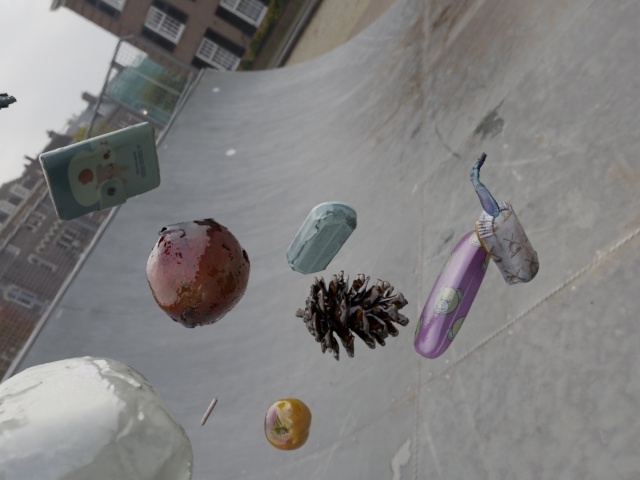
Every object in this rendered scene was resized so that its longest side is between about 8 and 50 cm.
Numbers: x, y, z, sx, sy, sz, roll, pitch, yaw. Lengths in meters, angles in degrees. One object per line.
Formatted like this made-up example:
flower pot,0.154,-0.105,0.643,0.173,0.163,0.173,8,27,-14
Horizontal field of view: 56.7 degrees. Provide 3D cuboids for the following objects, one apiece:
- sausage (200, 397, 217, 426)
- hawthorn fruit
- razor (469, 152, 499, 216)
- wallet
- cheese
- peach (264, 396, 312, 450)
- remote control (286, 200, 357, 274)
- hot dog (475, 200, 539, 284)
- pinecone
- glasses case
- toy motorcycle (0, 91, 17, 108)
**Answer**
sausage,-0.346,0.532,1.843,0.100,0.015,0.015,-61,14,-8
hawthorn fruit,-0.347,0.080,1.658,0.316,0.316,0.316,-56,15,23
razor,0.249,-0.084,0.918,0.154,0.028,0.044,-86,16,-53
wallet,-0.663,-0.210,1.828,0.360,0.083,0.252,-27,-43,-33
cheese,-0.223,0.192,0.538,0.189,0.198,0.154,-135,34,-58
peach,-0.086,0.482,1.577,0.138,0.138,0.138,-56,15,23
remote control,0.000,0.000,1.293,0.247,0.104,0.052,123,149,-50
hot dog,0.388,0.009,1.230,0.108,0.191,0.059,-42,20,-17
pinecone,0.086,0.198,1.596,0.244,0.309,0.244,172,90,-90
glasses case,0.298,0.118,1.335,0.316,0.076,0.123,-63,10,-9
toy motorcycle,-0.929,-0.366,1.496,0.173,0.307,0.108,-37,-45,-60
